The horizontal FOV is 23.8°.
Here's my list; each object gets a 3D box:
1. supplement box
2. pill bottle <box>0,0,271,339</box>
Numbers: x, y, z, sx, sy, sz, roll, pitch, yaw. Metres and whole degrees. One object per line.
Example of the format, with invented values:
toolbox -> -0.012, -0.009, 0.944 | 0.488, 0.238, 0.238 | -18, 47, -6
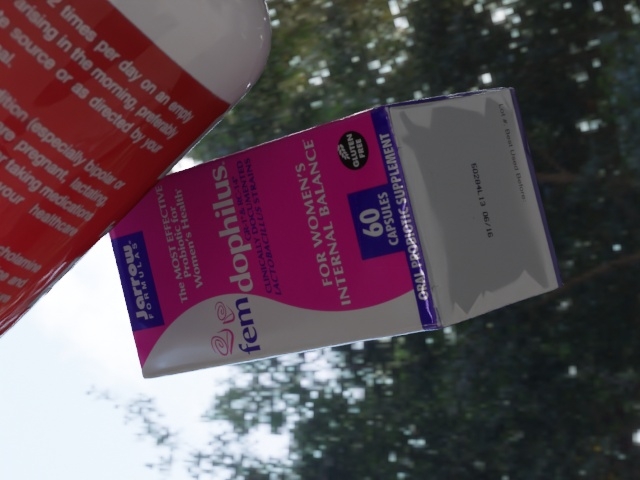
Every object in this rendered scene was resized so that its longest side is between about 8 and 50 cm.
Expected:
supplement box -> 0.000, 0.000, 0.818 | 0.114, 0.220, 0.111 | -14, -91, -47
pill bottle -> -0.175, -0.094, 0.751 | 0.407, 0.229, 0.229 | -44, -64, 6
